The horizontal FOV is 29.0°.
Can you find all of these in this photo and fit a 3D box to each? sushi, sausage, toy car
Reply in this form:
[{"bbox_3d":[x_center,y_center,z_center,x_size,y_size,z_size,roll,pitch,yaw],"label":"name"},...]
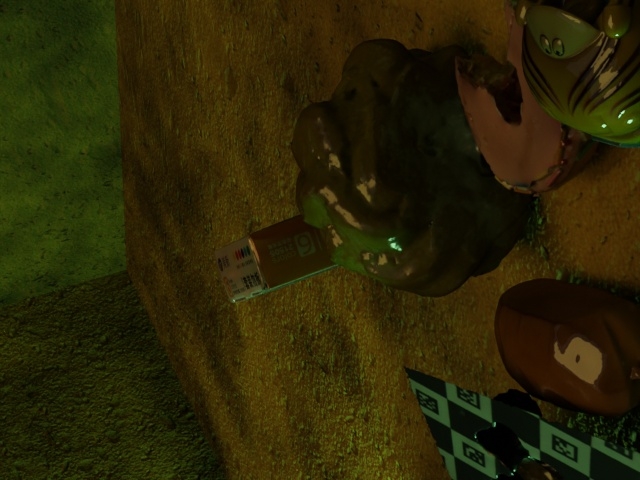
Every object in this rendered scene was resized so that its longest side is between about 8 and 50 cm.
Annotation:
[{"bbox_3d":[0.283,0.272,1.440,0.339,0.069,0.320,16,142,43],"label":"sushi"},{"bbox_3d":[0.281,0.117,1.375,0.241,0.120,0.136,5,118,68],"label":"sausage"},{"bbox_3d":[0.256,-0.208,1.104,0.200,0.142,0.248,22,110,60],"label":"toy car"}]

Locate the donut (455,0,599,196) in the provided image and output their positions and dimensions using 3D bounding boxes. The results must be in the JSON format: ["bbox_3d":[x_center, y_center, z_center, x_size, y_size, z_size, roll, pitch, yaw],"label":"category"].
[{"bbox_3d":[0.234,-0.152,1.334,0.233,0.085,0.199,136,116,-67],"label":"donut"}]

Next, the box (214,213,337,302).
[{"bbox_3d":[0.000,0.000,1.807,0.091,0.274,0.221,70,162,1],"label":"box"}]

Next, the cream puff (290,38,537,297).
[{"bbox_3d":[0.084,-0.073,1.532,0.270,0.274,0.323,-35,72,62],"label":"cream puff"}]
